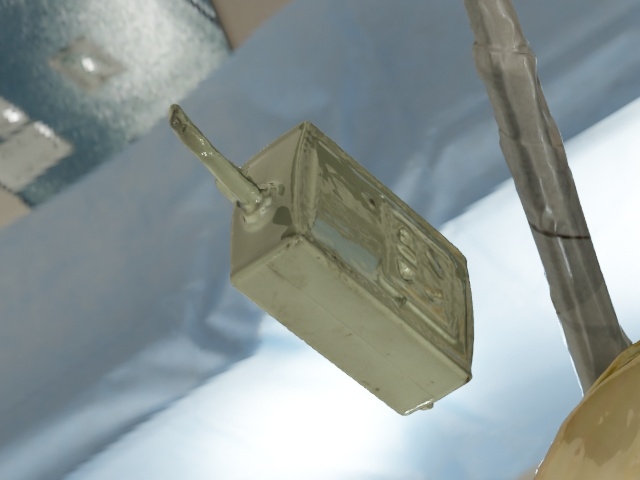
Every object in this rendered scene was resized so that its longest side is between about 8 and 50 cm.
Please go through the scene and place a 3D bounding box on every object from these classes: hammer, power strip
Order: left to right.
[{"bbox_3d":[0.000,0.000,0.631,0.042,0.075,0.175,-32,125,29],"label":"power strip"},{"bbox_3d":[0.077,-0.109,0.717,0.044,0.152,0.427,-19,109,7],"label":"hammer"}]

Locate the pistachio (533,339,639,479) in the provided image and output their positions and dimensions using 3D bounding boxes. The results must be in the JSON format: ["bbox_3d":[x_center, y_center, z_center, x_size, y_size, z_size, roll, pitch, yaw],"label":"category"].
[{"bbox_3d":[0.158,0.133,0.677,0.117,0.145,0.201,23,85,-76],"label":"pistachio"}]
